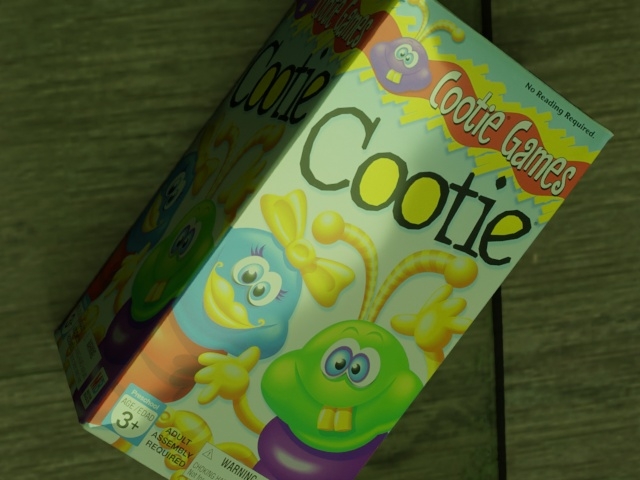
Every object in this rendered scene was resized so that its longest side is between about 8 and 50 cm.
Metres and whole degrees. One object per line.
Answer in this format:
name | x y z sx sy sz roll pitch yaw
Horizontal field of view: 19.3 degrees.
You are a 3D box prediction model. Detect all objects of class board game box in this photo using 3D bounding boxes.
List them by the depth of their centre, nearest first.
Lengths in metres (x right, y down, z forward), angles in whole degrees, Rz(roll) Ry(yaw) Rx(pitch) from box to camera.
board game box | 0.000 0.000 1.006 0.144 0.142 0.275 34 96 -20
